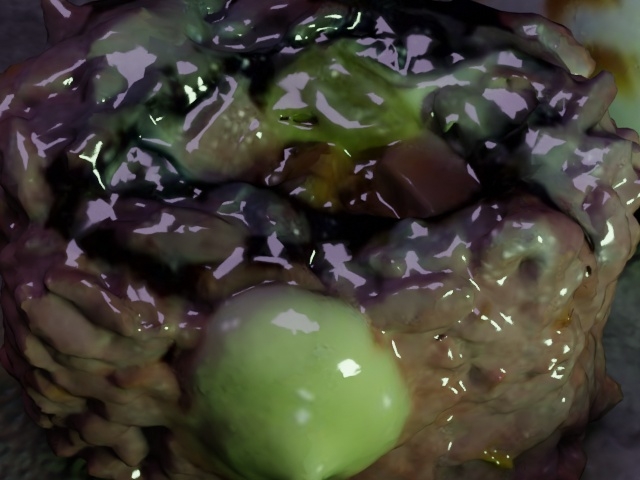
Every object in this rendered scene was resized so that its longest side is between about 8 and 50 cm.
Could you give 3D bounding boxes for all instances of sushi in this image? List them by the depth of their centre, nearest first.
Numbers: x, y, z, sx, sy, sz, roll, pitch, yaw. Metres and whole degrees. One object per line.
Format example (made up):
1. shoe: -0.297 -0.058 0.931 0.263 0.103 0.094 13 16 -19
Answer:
1. sushi: 0.000 0.000 0.744 0.270 0.170 0.236 10 49 3

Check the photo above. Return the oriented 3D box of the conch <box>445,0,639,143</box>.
1. conch: 0.184 -0.096 0.840 0.275 0.148 0.182 18 44 9
